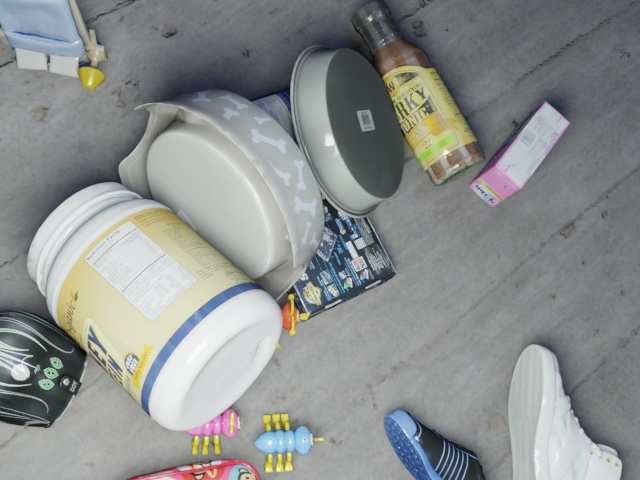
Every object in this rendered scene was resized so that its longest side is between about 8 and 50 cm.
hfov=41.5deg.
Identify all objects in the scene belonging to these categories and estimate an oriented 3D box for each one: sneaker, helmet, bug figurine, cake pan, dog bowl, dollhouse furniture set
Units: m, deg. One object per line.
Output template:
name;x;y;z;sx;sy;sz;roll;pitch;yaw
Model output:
sneaker;0.411;0.323;1.410;0.169;0.108;0.293;4;82;-17
helmet;-0.425;0.175;1.176;0.161;0.169;0.170;31;66;-24
bug figurine;-0.112;0.215;1.286;0.216;0.072;0.279;-5;75;-10
cake pan;0.054;-0.185;1.382;0.293;0.054;0.293;29;54;-51
sneaker;0.196;0.351;1.348;0.090;0.081;0.232;-37;93;-27
dog bowl;-0.142;-0.063;1.238;0.349;0.349;0.102;49;53;2
dollhouse furniture set;-0.485;-0.296;1.224;0.303;0.286;0.198;10;71;-2

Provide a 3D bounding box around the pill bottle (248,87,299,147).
pill bottle;-0.103;-0.171;1.389;0.219;0.123;0.123;-21;81;-21

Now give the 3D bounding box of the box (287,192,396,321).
box;0.000;0.000;1.406;0.175;0.051;0.220;-25;82;-22

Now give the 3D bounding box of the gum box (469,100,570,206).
gum box;0.363;-0.159;1.533;0.062;0.107;0.188;42;67;-1

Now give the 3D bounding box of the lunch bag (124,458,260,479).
lunch bag;-0.192;0.464;1.171;0.258;0.120;0.293;-6;76;-18

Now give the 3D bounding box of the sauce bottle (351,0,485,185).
sauce bottle;0.165;-0.265;1.507;0.111;0.111;0.344;-26;81;-22

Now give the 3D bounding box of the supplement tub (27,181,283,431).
supplement tub;-0.233;0.084;1.176;0.316;0.228;0.228;38;65;22
